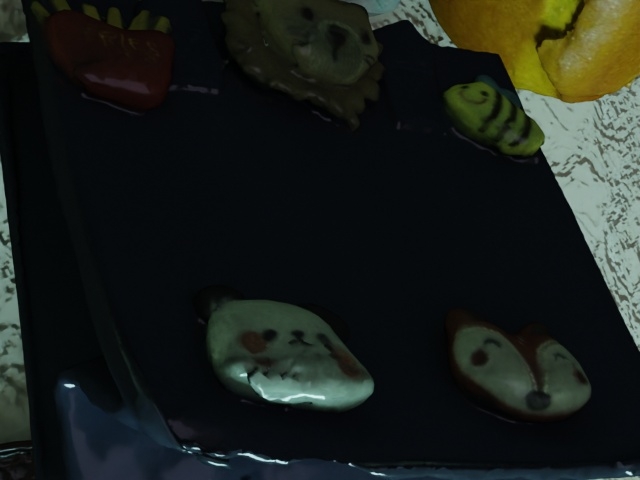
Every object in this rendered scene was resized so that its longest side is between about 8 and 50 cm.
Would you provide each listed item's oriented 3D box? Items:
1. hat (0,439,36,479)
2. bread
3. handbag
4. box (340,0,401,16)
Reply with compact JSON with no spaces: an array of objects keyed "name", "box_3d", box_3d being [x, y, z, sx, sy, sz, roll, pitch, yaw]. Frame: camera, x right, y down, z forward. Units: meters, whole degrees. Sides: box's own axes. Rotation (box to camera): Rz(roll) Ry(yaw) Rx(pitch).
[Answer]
[{"name":"hat","box_3d":[-0.145,0.203,0.692,0.193,0.082,0.193,9,54,-12]},{"name":"bread","box_3d":[0.175,-0.211,0.852,0.204,0.288,0.156,30,57,9]},{"name":"handbag","box_3d":[0.000,0.000,0.695,0.303,0.122,0.329,8,50,-30]},{"name":"box","box_3d":[-0.011,-0.285,0.845,0.142,0.044,0.285,-1,88,-36]}]
